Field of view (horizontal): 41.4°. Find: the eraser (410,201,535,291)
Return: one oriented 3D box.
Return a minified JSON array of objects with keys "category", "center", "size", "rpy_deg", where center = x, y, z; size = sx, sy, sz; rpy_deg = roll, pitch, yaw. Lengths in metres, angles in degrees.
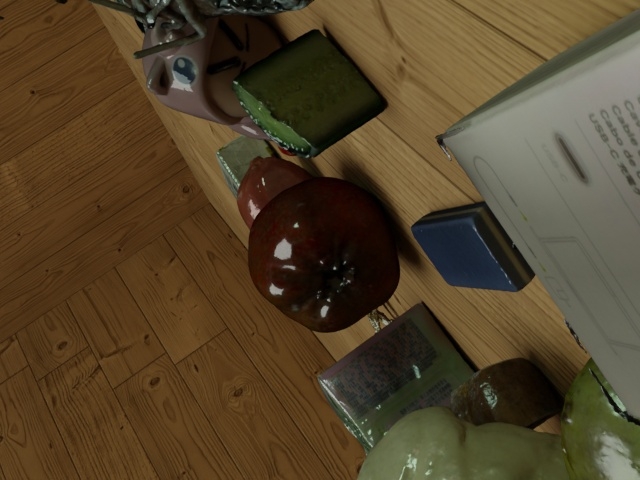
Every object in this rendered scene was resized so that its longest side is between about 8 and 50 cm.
[{"category":"eraser","center":[0.145,0.008,0.844],"size":[0.082,0.036,0.225],"rpy_deg":[56,172,-3]}]

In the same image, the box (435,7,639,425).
[{"category":"box","center":[0.178,-0.006,0.384],"size":[0.203,0.106,0.252],"rpy_deg":[57,172,-3]}]

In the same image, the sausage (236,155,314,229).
[{"category":"sausage","center":[-0.037,-0.027,1.367],"size":[0.254,0.148,0.148],"rpy_deg":[55,171,-4]}]

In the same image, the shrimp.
[{"category":"shrimp","center":[-0.130,-0.278,0.845],"size":[0.410,0.221,0.166],"rpy_deg":[24,178,38]}]

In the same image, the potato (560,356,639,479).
[{"category":"potato","center":[0.268,0.197,0.580],"size":[0.298,0.141,0.176],"rpy_deg":[63,158,-6]}]

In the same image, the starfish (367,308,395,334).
[{"category":"starfish","center":[0.065,0.078,1.506],"size":[0.209,0.053,0.150],"rpy_deg":[59,166,-17]}]

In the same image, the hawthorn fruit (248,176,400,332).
[{"category":"hawthorn fruit","center":[0.000,0.000,1.166],"size":[0.208,0.208,0.248],"rpy_deg":[60,-173,-29]}]

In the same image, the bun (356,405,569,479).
[{"category":"bun","center":[0.192,0.340,0.865],"size":[0.365,0.219,0.365],"rpy_deg":[14,143,11]}]

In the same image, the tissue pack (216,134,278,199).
[{"category":"tissue pack","center":[-0.126,-0.125,1.612],"size":[0.106,0.099,0.148],"rpy_deg":[55,172,15]}]

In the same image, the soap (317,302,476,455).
[{"category":"soap","center":[0.125,0.230,1.265],"size":[0.182,0.199,0.138],"rpy_deg":[52,174,21]}]

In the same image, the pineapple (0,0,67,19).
[{"category":"pineapple","center":[-0.255,-0.327,0.601],"size":[0.352,0.300,0.352],"rpy_deg":[50,176,5]}]

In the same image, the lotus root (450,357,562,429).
[{"category":"lotus root","center":[0.208,0.190,0.956],"size":[0.122,0.112,0.081],"rpy_deg":[-55,50,48]}]

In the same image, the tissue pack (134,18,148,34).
[{"category":"tissue pack","center":[-0.246,-0.388,1.271],"size":[0.090,0.103,0.170],"rpy_deg":[61,172,10]}]

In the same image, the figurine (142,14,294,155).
[{"category":"figurine","center":[-0.105,-0.219,1.095],"size":[0.186,0.176,0.287],"rpy_deg":[3,164,24]}]

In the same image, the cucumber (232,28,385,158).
[{"category":"cucumber","center":[-0.010,-0.142,0.868],"size":[0.116,0.115,0.062],"rpy_deg":[50,167,13]}]
